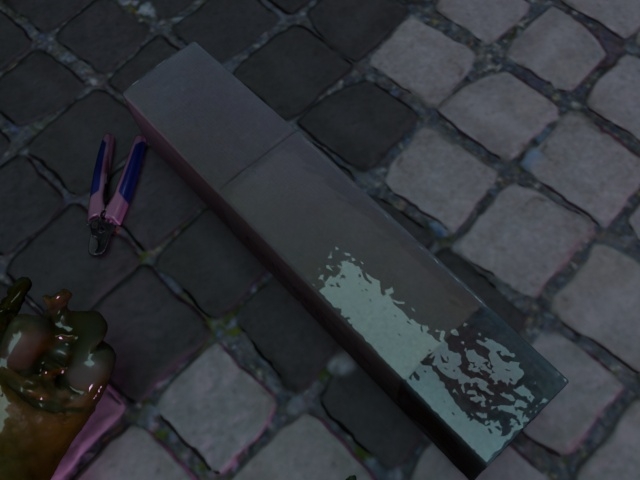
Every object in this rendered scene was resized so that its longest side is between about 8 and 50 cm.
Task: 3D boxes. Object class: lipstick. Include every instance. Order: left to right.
[{"bbox_3d":[0.000,0.000,0.496,0.079,0.076,0.371,-41,68,-14],"label":"lipstick"}]

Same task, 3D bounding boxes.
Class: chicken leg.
[{"bbox_3d":[-0.195,0.205,0.359,0.201,0.153,0.429,-21,44,29],"label":"chicken leg"}]

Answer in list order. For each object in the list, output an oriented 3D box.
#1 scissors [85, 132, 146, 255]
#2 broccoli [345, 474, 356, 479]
[{"bbox_3d":[-0.171,-0.039,0.563,0.039,0.012,0.113,4,65,6],"label":"scissors"},{"bbox_3d":[0.045,0.295,0.263,0.249,0.302,0.375,3,37,-18],"label":"broccoli"}]
